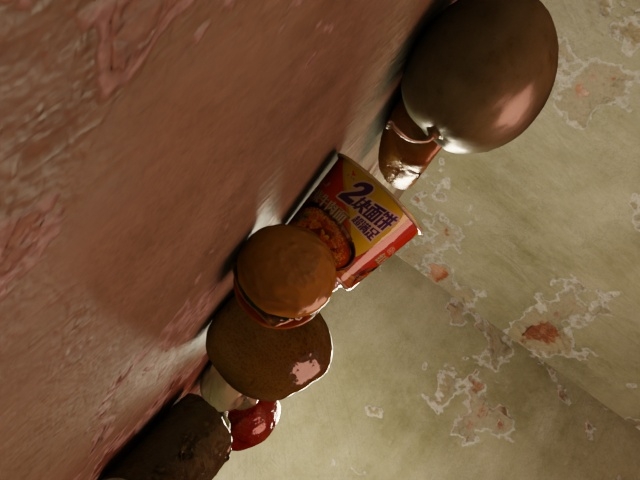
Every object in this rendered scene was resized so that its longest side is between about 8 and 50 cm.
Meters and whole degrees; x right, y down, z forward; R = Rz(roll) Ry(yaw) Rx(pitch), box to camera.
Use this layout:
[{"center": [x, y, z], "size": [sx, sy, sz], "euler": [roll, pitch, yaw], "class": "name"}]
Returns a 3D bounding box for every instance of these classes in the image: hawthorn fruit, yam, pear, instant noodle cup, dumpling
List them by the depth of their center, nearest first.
[{"center": [-0.085, 0.184, 1.357], "size": [0.188, 0.211, 0.228], "euler": [-55, 174, 30], "class": "pear"}, {"center": [0.049, -0.023, 1.360], "size": [0.174, 0.213, 0.213], "euler": [-46, 174, -1], "class": "instant noodle cup"}, {"center": [-0.282, 0.422, 1.452], "size": [0.168, 0.168, 0.304], "euler": [-58, 172, 31], "class": "yam"}, {"center": [-0.194, 0.311, 1.650], "size": [0.118, 0.136, 0.199], "euler": [-42, 159, -31], "class": "dumpling"}, {"center": [-0.223, 0.468, 2.050], "size": [0.205, 0.205, 0.253], "euler": [-57, 167, 24], "class": "hawthorn fruit"}]

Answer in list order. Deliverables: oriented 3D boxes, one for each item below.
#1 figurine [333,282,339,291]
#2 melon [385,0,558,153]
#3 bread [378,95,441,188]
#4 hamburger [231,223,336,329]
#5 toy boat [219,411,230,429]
[{"center": [0.009, 0.078, 2.002], "size": [0.240, 0.116, 0.174], "euler": [-50, 174, 26], "class": "figurine"}, {"center": [0.279, -0.292, 1.335], "size": [0.308, 0.271, 0.272], "euler": [-61, 173, 17], "class": "melon"}, {"center": [0.234, -0.275, 1.632], "size": [0.328, 0.148, 0.337], "euler": [-50, 176, -3], "class": "bread"}, {"center": [-0.056, 0.055, 1.148], "size": [0.162, 0.162, 0.115], "euler": [-50, 174, -33], "class": "hamburger"}, {"center": [-0.194, 0.315, 1.854], "size": [0.293, 0.099, 0.108], "euler": [-60, 177, -31], "class": "toy boat"}]
